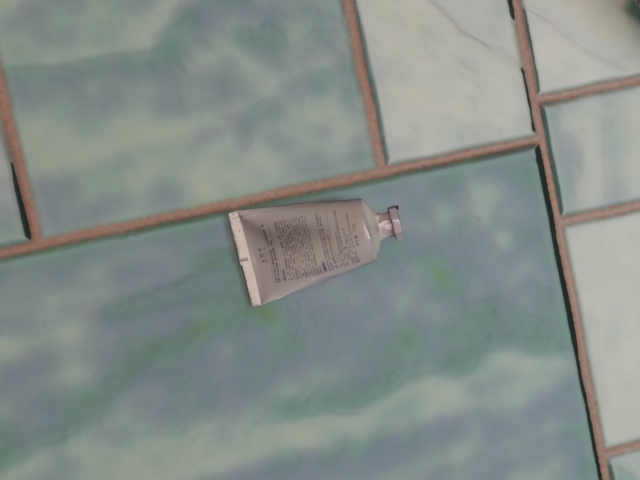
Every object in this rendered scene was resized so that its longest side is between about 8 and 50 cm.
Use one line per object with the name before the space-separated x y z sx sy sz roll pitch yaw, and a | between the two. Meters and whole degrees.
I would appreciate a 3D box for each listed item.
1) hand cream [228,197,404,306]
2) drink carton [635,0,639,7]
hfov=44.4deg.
hand cream | 0.000 0.000 0.669 0.142 0.053 0.084 -14 94 6
drink carton | 0.412 -0.202 0.676 0.222 0.102 0.134 36 86 -7
